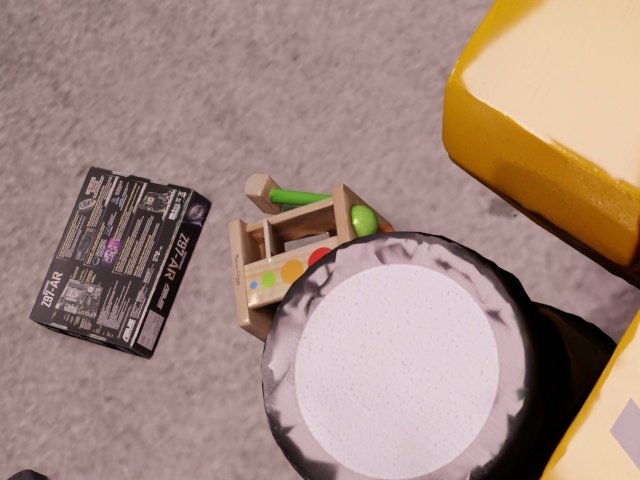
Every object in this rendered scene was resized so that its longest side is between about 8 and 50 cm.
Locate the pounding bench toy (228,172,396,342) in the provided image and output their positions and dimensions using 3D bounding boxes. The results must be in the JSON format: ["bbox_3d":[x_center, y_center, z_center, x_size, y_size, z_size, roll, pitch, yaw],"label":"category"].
[{"bbox_3d":[0.000,0.000,0.837,0.065,0.052,0.083,-19,61,22],"label":"pounding bench toy"}]

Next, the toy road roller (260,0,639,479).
[{"bbox_3d":[0.162,0.015,0.659,0.240,0.202,0.329,31,92,23],"label":"toy road roller"}]

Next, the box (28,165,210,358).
[{"bbox_3d":[-0.097,0.010,0.909,0.067,0.018,0.083,12,76,33],"label":"box"}]

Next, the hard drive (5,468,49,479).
[{"bbox_3d":[-0.144,0.186,0.857,0.094,0.022,0.135,-36,56,12],"label":"hard drive"}]
